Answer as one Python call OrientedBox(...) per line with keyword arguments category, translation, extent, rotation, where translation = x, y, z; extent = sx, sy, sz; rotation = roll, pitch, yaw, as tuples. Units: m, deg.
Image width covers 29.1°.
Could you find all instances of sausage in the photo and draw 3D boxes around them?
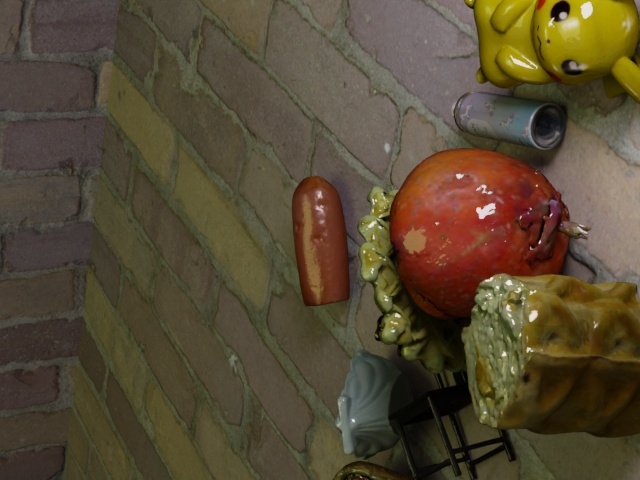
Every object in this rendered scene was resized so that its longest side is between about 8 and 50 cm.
OrientedBox(category="sausage", translation=(0.000, 0.000, 2.471), extent=(0.113, 0.114, 0.259), rotation=(0, 96, 61))

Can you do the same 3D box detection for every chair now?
OrientedBox(category="chair", translation=(0.211, 0.282, 2.115), extent=(0.154, 0.141, 0.260), rotation=(-45, 59, 54))

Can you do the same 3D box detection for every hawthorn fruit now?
OrientedBox(category="hawthorn fruit", translation=(0.267, -0.012, 1.861), extent=(0.307, 0.276, 0.276), rotation=(-7, 88, 35))

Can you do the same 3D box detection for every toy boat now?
OrientedBox(category="toy boat", translation=(0.106, 0.303, 2.251), extent=(0.100, 0.290, 0.199), rotation=(-9, 96, 21))

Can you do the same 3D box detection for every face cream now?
OrientedBox(category="face cream", translation=(0.288, -0.194, 1.955), extent=(0.229, 0.075, 0.075), rotation=(22, 114, 59))

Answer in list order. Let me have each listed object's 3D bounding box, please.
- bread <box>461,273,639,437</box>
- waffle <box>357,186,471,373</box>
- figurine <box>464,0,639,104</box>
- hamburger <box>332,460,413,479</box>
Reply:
OrientedBox(category="bread", translation=(0.344, 0.162, 1.749), extent=(0.196, 0.252, 0.238), rotation=(135, 128, -58))
OrientedBox(category="waffle", translation=(0.170, 0.069, 2.001), extent=(0.073, 0.317, 0.297), rotation=(-22, 59, 35))
OrientedBox(category="figurine", translation=(0.348, -0.287, 1.743), extent=(0.327, 0.169, 0.218), rotation=(21, 128, 61))
OrientedBox(category="hamburger", translation=(0.106, 0.472, 2.302), extent=(0.206, 0.183, 0.130), rotation=(119, 171, -57))
